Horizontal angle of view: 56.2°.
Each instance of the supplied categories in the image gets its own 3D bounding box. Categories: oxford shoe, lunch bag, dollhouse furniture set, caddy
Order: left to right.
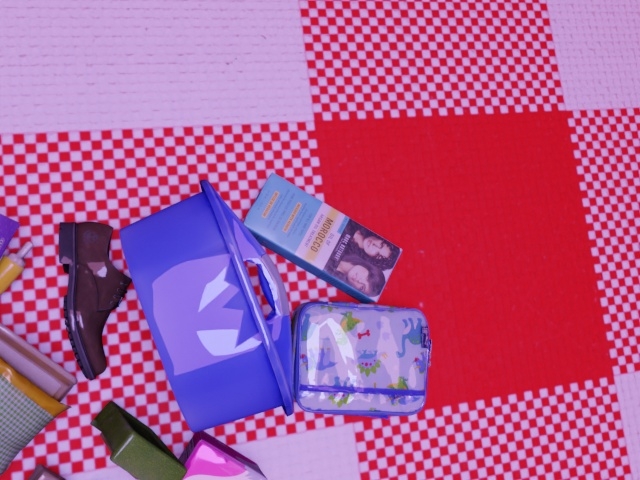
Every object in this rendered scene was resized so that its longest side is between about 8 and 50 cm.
[{"bbox_3d":[-0.354,0.261,0.731,0.301,0.151,0.198,47,71,-25],"label":"dollhouse furniture set"},{"bbox_3d":[-0.316,0.082,0.854,0.096,0.083,0.227,-4,84,-19],"label":"oxford shoe"},{"bbox_3d":[-0.134,0.089,0.818,0.179,0.241,0.342,-21,88,-12],"label":"caddy"},{"bbox_3d":[0.060,0.186,0.932,0.218,0.090,0.176,7,83,-12],"label":"lunch bag"}]

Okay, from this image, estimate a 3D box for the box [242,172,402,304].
[{"bbox_3d":[0.000,0.000,0.957,0.244,0.060,0.101,30,76,-8],"label":"box"}]

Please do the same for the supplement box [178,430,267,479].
[{"bbox_3d":[-0.182,0.390,0.825,0.111,0.114,0.220,34,76,-6],"label":"supplement box"}]

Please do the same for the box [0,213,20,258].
[{"bbox_3d":[-0.570,0.008,0.769,0.293,0.057,0.201,21,79,6],"label":"box"}]

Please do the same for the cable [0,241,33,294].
[{"bbox_3d":[-0.508,0.105,0.803,0.139,0.072,0.287,22,76,-8],"label":"cable"}]
